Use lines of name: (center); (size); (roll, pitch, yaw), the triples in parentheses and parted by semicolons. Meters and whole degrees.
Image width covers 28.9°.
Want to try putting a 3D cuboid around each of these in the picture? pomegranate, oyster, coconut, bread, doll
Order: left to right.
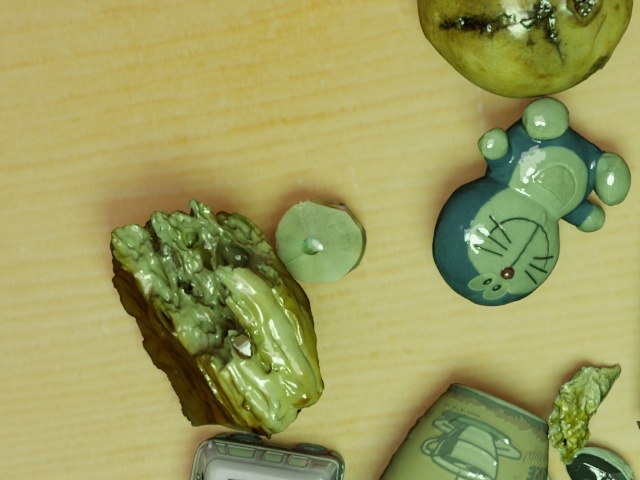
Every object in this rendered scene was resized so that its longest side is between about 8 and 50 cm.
bread: (-0.116, 0.084, 1.566); (0.191, 0.370, 0.314); (-29, 89, -18)
coconut: (0.000, 0.000, 1.630); (0.116, 0.122, 0.116); (1, 95, 9)
doll: (0.248, -0.039, 1.569); (0.228, 0.154, 0.258); (33, 87, -32)
pomegranate: (0.253, -0.303, 1.513); (0.260, 0.260, 0.260); (1, 94, 8)
oyster: (0.333, 0.225, 1.606); (0.045, 0.146, 0.122); (20, 107, 31)

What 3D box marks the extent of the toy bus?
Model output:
toy bus: (-0.076, 0.338, 1.657); (0.202, 0.142, 0.142); (8, 96, 8)

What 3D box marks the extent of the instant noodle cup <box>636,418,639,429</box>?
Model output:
instant noodle cup: (0.493, 0.140, 1.544); (0.207, 0.207, 0.233); (9, 103, 8)

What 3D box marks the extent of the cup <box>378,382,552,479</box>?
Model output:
cup: (0.217, 0.340, 1.596); (0.301, 0.227, 0.257); (28, 84, -25)

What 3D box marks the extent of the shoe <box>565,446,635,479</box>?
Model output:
shoe: (0.375, 0.348, 1.605); (0.169, 0.099, 0.071); (46, 130, 1)
